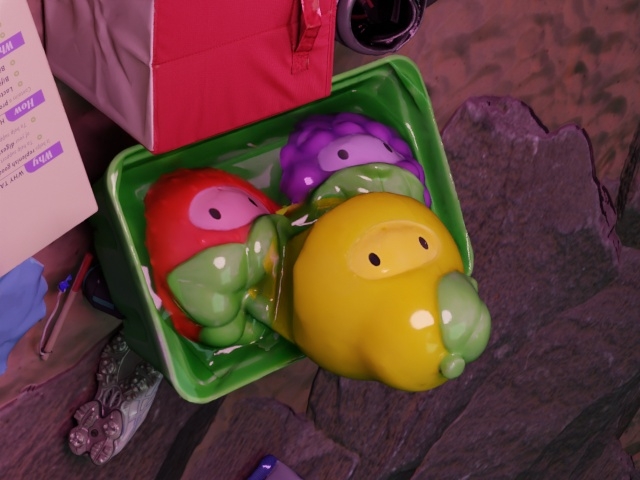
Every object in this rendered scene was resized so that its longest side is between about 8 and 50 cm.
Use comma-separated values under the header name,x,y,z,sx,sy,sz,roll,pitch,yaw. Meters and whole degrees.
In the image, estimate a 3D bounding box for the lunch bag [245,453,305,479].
name,x,y,z,sx,sy,sz,roll,pitch,yaw
lunch bag,0.020,0.505,2.173,0.239,0.328,0.385,-42,144,-12

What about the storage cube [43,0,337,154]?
name,x,y,z,sx,sy,sz,roll,pitch,yaw
storage cube,-0.116,-0.215,1.552,0.193,0.215,0.183,-22,133,-31

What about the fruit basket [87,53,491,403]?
name,x,y,z,sx,sy,sz,roll,pitch,yaw
fruit basket,0.000,0.000,1.660,0.392,0.392,0.283,-24,102,-37

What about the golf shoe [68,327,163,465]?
name,x,y,z,sx,sy,sz,roll,pitch,yaw
golf shoe,-0.202,0.154,1.879,0.176,0.069,0.086,-57,165,6

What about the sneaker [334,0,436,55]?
name,x,y,z,sx,sy,sz,roll,pitch,yaw
sneaker,0.070,-0.243,1.803,0.296,0.147,0.104,-9,122,-48

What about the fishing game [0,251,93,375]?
name,x,y,z,sx,sy,sz,roll,pitch,yaw
fishing game,-0.334,0.083,1.665,0.264,0.041,0.189,-15,139,-51

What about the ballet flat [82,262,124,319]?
name,x,y,z,sx,sy,sz,roll,pitch,yaw
ballet flat,-0.148,0.026,1.820,0.203,0.074,0.074,-28,136,-35

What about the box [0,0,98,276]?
name,x,y,z,sx,sy,sz,roll,pitch,yaw
box,-0.328,-0.080,1.464,0.213,0.117,0.243,-37,135,-25
